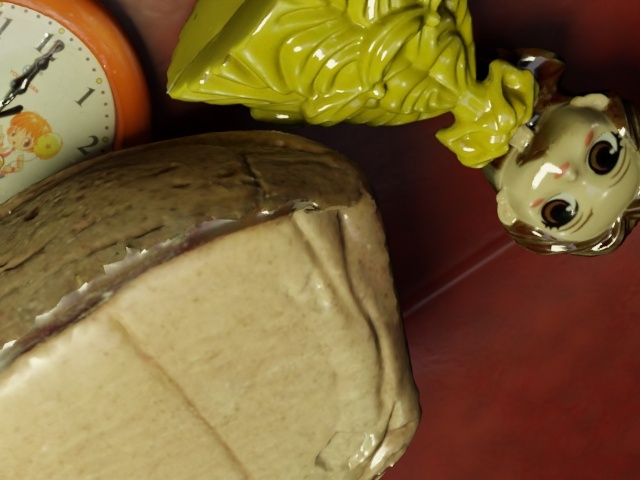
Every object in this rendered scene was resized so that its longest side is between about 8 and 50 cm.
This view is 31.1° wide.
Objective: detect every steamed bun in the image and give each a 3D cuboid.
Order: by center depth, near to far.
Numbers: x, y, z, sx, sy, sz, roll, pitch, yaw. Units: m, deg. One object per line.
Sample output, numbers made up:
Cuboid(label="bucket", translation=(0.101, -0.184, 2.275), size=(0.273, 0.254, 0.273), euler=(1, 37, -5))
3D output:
Cuboid(label="steamed bun", translation=(-0.103, 0.067, 0.683), size=(0.301, 0.199, 0.251), euler=(-28, 121, -10))

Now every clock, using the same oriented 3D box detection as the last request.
Cuboid(label="clock", translation=(-0.205, -0.072, 0.704), size=(0.205, 0.051, 0.205), euler=(-8, 116, -16))

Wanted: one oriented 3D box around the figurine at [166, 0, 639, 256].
Cuboid(label="figurine", translation=(0.090, -0.091, 0.712), size=(0.315, 0.168, 0.187), euler=(31, 76, -25))
